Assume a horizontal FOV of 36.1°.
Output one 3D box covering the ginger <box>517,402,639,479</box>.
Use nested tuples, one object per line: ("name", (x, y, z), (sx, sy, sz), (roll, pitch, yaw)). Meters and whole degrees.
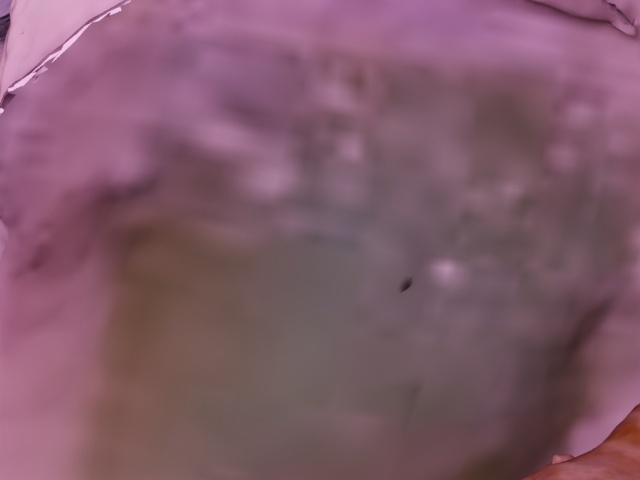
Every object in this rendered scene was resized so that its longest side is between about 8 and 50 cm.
("ginger", (0.065, 0.200, 0.347), (0.375, 0.256, 0.176), (-37, 16, -26))

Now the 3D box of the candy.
("candy", (0.031, 0.020, 0.476), (0.426, 0.386, 0.186), (1, 16, -8))
